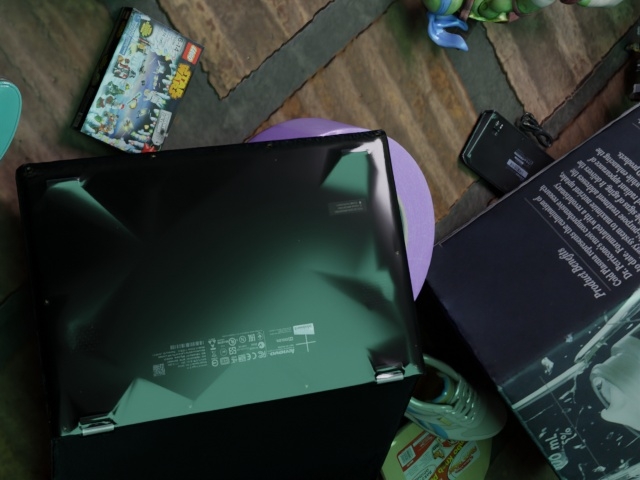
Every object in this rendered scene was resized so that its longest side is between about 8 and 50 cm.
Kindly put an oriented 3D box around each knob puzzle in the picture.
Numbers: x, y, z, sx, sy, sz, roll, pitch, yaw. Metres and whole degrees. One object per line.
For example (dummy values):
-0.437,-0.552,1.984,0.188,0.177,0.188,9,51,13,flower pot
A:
0.161,0.304,1.538,0.213,0.030,0.213,-10,108,-34,knob puzzle

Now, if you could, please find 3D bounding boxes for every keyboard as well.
0.266,-0.113,1.503,0.180,0.023,0.108,31,90,-38,keyboard

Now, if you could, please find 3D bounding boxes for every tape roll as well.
0.000,0.000,1.300,0.275,0.090,0.274,-11,109,-33,tape roll

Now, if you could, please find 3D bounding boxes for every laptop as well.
-0.112,0.119,1.204,0.382,0.236,0.407,-7,86,-20,laptop

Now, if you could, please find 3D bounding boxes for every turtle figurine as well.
0.250,-0.355,1.314,0.266,0.198,0.274,-12,114,-35,turtle figurine

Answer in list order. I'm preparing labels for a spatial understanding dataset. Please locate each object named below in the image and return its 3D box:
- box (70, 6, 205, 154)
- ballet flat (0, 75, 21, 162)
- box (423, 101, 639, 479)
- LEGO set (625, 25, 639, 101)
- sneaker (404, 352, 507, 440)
-0.186,-0.158,1.158,0.094,0.027,0.137,23,88,-39,box
-0.345,-0.064,1.043,0.074,0.074,0.203,25,87,-38,ballet flat
0.456,0.111,1.444,0.472,0.297,0.480,-34,124,5,box
0.543,-0.298,1.583,0.255,0.192,0.331,4,87,-55,LEGO set
0.157,0.203,1.440,0.229,0.092,0.087,25,76,-27,sneaker
